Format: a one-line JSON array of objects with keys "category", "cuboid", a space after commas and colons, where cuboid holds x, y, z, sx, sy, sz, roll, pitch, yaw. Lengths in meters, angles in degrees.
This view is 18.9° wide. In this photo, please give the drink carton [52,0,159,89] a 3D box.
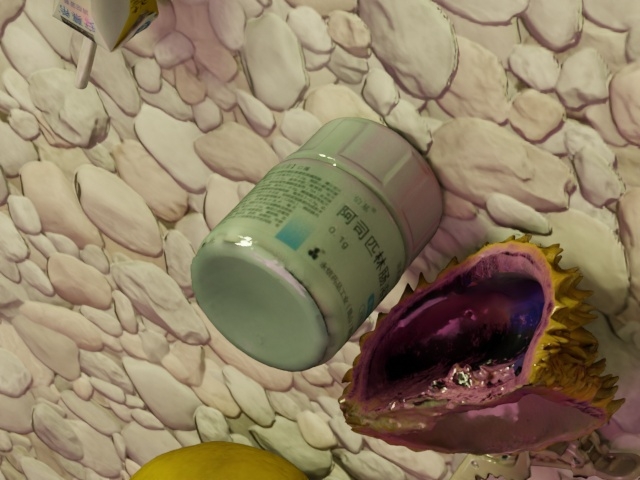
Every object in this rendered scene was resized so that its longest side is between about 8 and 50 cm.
[{"category": "drink carton", "cuboid": [-0.166, -0.205, 1.489, 0.084, 0.074, 0.200, 31, 145, 18]}]

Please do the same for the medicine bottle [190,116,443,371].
[{"category": "medicine bottle", "cuboid": [0.000, 0.000, 1.463, 0.135, 0.168, 0.135, 25, 141, 22]}]

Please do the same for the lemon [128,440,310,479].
[{"category": "lemon", "cuboid": [-0.098, 0.304, 1.830, 0.263, 0.236, 0.236, 30, 149, 52]}]

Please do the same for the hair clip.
[{"category": "hair clip", "cuboid": [0.169, 0.176, 1.606, 0.226, 0.034, 0.072, -15, 113, 53]}]

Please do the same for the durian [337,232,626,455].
[{"category": "durian", "cuboid": [0.138, 0.101, 1.471, 0.261, 0.153, 0.186, -4, 138, 45]}]
